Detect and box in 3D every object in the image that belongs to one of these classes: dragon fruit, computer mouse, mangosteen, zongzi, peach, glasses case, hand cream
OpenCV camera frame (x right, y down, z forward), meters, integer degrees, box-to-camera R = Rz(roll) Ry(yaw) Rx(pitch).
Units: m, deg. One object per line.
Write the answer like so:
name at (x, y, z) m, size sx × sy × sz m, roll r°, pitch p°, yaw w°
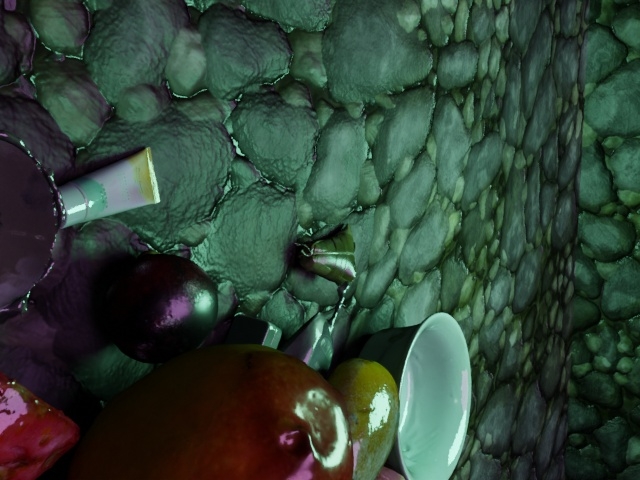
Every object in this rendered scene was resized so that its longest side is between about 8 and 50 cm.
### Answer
dragon fruit at (-0.369, 0.226, 0.703) m, size 0.212 × 0.134 × 0.262 m, roll -61°, pitch 139°, yaw -20°
computer mouse at (-0.047, 0.224, 1.162) m, size 0.379 × 0.090 × 0.167 m, roll -63°, pitch 160°, yaw -23°
mangosteen at (-0.207, 0.080, 0.896) m, size 0.152 × 0.152 × 0.153 m, roll -16°, pitch 110°, yaw -51°
zongzi at (0.000, 0.000, 1.236) m, size 0.154 × 0.062 × 0.131 m, roll 26°, pitch 54°, yaw -36°
peach at (-0.126, 0.282, 0.838) m, size 0.372 × 0.290 × 0.373 m, roll -31°, pitch 158°, yaw -14°
glasses case at (-0.126, 0.209, 1.070) m, size 0.039 × 0.077 × 0.184 m, roll 38°, pitch 67°, yaw -50°
hand cream at (-0.263, -0.062, 0.861) m, size 0.174 × 0.047 × 0.076 m, roll -32°, pitch 121°, yaw -56°

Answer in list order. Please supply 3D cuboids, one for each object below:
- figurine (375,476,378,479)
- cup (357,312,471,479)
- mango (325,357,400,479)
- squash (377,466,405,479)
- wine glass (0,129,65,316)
figurine at (-0.010, 0.457, 1.235) m, size 0.275 × 0.133 × 0.200 m, roll 6°, pitch 110°, yaw -53°
cup at (0.164, 0.312, 1.395) m, size 0.347 × 0.163 × 0.348 m, roll -3°, pitch 93°, yaw -57°
mango at (0.035, 0.337, 1.130) m, size 0.316 × 0.146 × 0.193 m, roll -65°, pitch 153°, yaw -29°
squash at (0.112, 0.507, 1.430) m, size 0.252 × 0.093 × 0.170 m, roll 23°, pitch 34°, yaw -54°
wine glass at (-0.347, -0.024, 0.591) m, size 0.156 × 0.232 × 0.156 m, roll -13°, pitch 106°, yaw -51°
